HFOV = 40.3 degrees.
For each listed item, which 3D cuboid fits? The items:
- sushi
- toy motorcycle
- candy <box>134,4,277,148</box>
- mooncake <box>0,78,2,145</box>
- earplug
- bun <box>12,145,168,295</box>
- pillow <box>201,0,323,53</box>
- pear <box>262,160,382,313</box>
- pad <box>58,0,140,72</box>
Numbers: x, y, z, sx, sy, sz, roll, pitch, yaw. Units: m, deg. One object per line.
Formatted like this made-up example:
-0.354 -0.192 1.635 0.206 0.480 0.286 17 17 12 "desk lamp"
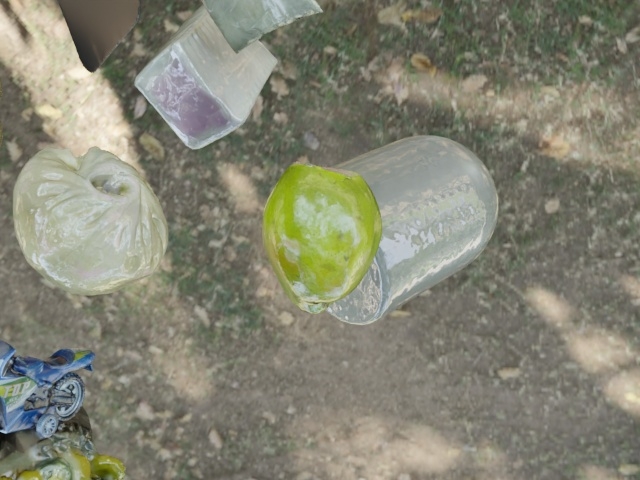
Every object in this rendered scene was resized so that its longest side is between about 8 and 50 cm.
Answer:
-0.454 0.407 1.357 0.285 0.329 0.328 26 165 27 "sushi"
-0.417 0.203 1.233 0.092 0.254 0.135 11 93 27 "toy motorcycle"
-0.230 -0.357 1.824 0.145 0.359 0.208 -32 112 26 "candy"
-0.770 -0.237 1.689 0.200 0.378 0.378 12 128 7 "mooncake"
0.166 -0.051 1.761 0.312 0.394 0.313 38 142 37 "earplug"
-0.268 -0.037 1.042 0.128 0.178 0.193 -36 69 41 "bun"
-0.116 -0.443 1.605 0.229 0.050 0.148 -15 129 40 "pillow"
0.000 0.000 1.265 0.187 0.187 0.220 8 95 6 "pear"
-0.317 -0.459 1.225 0.315 0.063 0.375 -22 88 55 "pad"
